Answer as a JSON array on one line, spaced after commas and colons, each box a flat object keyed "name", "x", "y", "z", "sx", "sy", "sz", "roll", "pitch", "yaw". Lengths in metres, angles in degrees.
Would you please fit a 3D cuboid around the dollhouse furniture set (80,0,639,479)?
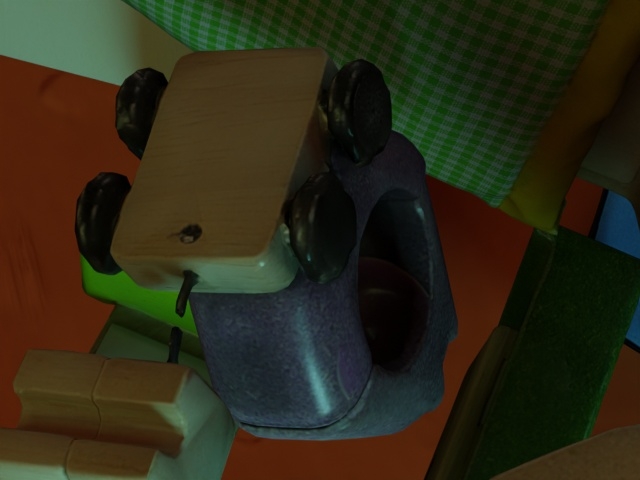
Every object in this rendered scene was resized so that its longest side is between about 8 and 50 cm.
[{"name": "dollhouse furniture set", "x": 0.000, "y": 0.000, "z": 0.556, "sx": 0.198, "sy": 0.151, "sz": 0.301, "roll": 22, "pitch": 151, "yaw": 7}]

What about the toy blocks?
[{"name": "toy blocks", "x": 0.106, "y": 0.136, "z": 0.407, "sx": 0.309, "sy": 0.288, "sz": 0.260, "roll": 2, "pitch": 149, "yaw": 28}]

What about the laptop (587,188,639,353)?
[{"name": "laptop", "x": 0.202, "y": -0.036, "z": 0.430, "sx": 0.382, "sy": 0.408, "sz": 0.236, "roll": 33, "pitch": 91, "yaw": 31}]

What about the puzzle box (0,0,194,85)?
[{"name": "puzzle box", "x": -0.127, "y": -0.275, "z": 0.691, "sx": 0.272, "sy": 0.052, "sz": 0.409, "roll": 17, "pitch": 112, "yaw": 30}]
